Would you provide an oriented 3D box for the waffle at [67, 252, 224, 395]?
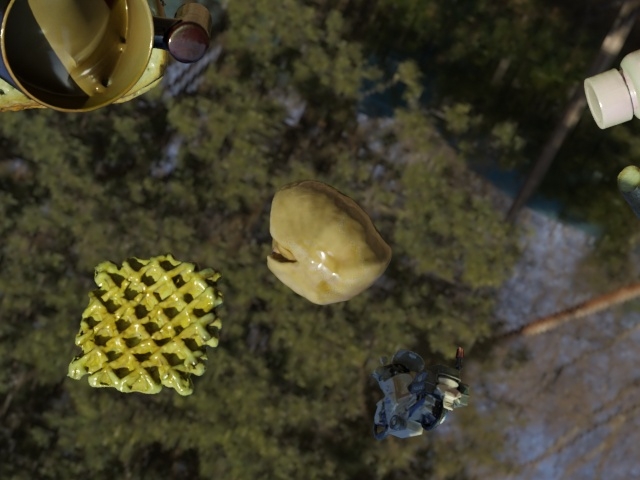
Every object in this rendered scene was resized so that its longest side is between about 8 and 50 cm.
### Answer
[{"bbox_3d":[-0.234,0.115,1.763,0.204,0.223,0.054,2,149,14],"label":"waffle"}]

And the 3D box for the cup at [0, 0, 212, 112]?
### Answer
[{"bbox_3d":[-0.218,-0.226,1.194,0.239,0.166,0.177,-24,-151,-17],"label":"cup"}]

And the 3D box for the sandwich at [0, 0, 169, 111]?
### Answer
[{"bbox_3d":[-0.303,-0.290,1.461,0.249,0.273,0.095,-9,-173,-21],"label":"sandwich"}]

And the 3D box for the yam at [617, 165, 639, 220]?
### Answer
[{"bbox_3d":[0.442,-0.056,1.722,0.094,0.043,0.043,49,-173,-23],"label":"yam"}]

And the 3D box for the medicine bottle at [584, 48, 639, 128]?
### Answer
[{"bbox_3d":[0.464,-0.214,1.575,0.260,0.095,0.095,-19,-157,0],"label":"medicine bottle"}]

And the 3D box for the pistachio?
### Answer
[{"bbox_3d":[0.000,0.000,1.596,0.153,0.137,0.238,8,-164,-28],"label":"pistachio"}]

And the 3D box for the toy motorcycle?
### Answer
[{"bbox_3d":[0.152,0.242,2.016,0.102,0.150,0.221,24,157,-22],"label":"toy motorcycle"}]
